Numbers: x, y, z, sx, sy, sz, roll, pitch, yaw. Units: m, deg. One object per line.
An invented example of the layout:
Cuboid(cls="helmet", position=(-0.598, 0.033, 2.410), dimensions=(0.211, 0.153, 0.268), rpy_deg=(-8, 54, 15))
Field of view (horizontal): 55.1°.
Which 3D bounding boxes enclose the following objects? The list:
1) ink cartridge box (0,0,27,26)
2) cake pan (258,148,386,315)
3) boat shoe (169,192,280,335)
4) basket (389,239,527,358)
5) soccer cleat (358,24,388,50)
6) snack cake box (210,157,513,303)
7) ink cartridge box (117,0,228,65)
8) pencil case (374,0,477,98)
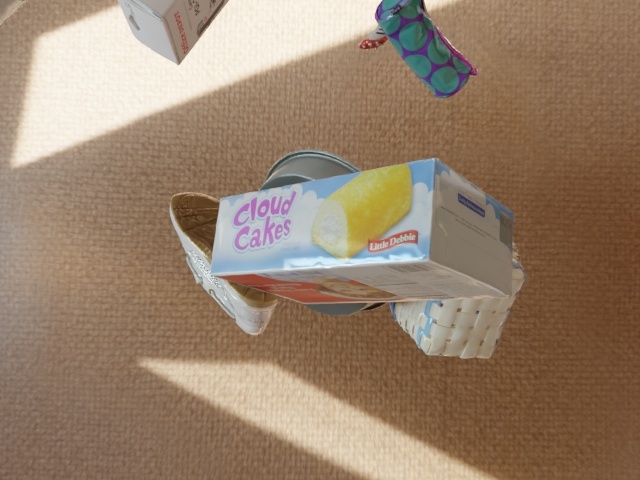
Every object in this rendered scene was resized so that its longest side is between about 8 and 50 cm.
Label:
Cuboid(cls="ink cartridge box", position=(-0.698, -0.566, 1.211), dimensions=(0.223, 0.129, 0.307), rpy_deg=(-25, 66, 29))
Cuboid(cls="cake pan", position=(0.000, 0.000, 0.989), dimensions=(0.293, 0.293, 0.054), rpy_deg=(52, 47, 1))
Cuboid(cls="boat shoe", position=(-0.154, 0.031, 0.906), dimensions=(0.098, 0.277, 0.096), rpy_deg=(-9, 132, -32))
Cuboid(cls="basket", position=(0.225, 0.058, 1.088), dimensions=(0.201, 0.289, 0.254), rpy_deg=(4, 121, -16))
Cuboid(cls="soccer cleat", position=(0.099, -0.342, 1.012), dimensions=(0.083, 0.029, 0.035), rpy_deg=(-20, 76, 32))
Cuboid(cls="snack cake box", position=(0.036, 0.005, 0.608), dimensions=(0.264, 0.152, 0.089), rpy_deg=(-6, 72, 40))
Cuboid(cls="ink cartridge box", position=(-0.202, -0.404, 0.944), dimensions=(0.092, 0.158, 0.218), rpy_deg=(35, 80, 2))
Cuboid(cls="pencil case", position=(0.140, -0.264, 0.819), dimensions=(0.070, 0.064, 0.152), rpy_deg=(-24, 126, 35))
